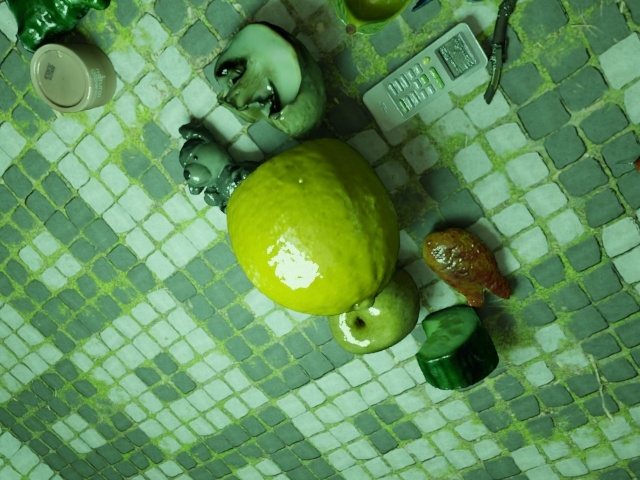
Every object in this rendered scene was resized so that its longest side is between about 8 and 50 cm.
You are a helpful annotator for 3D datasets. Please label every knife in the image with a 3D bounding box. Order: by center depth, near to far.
[{"bbox_3d":[0.355,-0.385,0.920,0.045,0.021,0.222,11,115,3],"label":"knife"}]

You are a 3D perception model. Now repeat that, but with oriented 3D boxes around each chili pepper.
[{"bbox_3d":[-0.557,-0.524,1.004,0.270,0.099,0.136,-14,85,23],"label":"chili pepper"}]

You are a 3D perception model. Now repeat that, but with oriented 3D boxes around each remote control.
[{"bbox_3d":[0.213,-0.335,0.964,0.250,0.034,0.103,-31,105,21],"label":"remote control"}]

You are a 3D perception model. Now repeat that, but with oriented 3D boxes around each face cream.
[{"bbox_3d":[-0.565,-0.375,1.064,0.149,0.104,0.149,4,114,9],"label":"face cream"}]

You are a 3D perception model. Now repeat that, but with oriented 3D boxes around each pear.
[{"bbox_3d":[0.135,0.163,1.114,0.228,0.211,0.188,-36,84,36],"label":"pear"}]

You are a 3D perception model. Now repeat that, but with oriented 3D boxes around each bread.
[{"bbox_3d":[0.346,0.073,1.087,0.139,0.095,0.269,-31,109,29],"label":"bread"}]

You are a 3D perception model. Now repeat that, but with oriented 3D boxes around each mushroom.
[{"bbox_3d":[-0.084,-0.321,0.964,0.267,0.164,0.190,28,94,36],"label":"mushroom"}]

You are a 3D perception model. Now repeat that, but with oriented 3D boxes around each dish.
[{"bbox_3d":[0.107,-0.495,0.890,0.148,0.080,0.208,31,115,-8],"label":"dish"}]

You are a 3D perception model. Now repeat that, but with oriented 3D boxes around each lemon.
[{"bbox_3d":[0.000,0.000,0.953,0.363,0.364,0.365,4,114,10],"label":"lemon"}]

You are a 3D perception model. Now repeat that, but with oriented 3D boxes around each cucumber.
[{"bbox_3d":[0.328,0.263,1.118,0.191,0.191,0.130,-27,105,21],"label":"cucumber"}]

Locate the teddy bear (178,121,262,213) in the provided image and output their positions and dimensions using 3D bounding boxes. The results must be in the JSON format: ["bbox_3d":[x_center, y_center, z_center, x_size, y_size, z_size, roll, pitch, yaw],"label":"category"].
[{"bbox_3d":[-0.248,-0.144,1.086,0.250,0.144,0.171,27,130,2],"label":"teddy bear"}]

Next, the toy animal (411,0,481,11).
[{"bbox_3d":[0.253,-0.523,0.814,0.239,0.256,0.176,41,154,-29],"label":"toy animal"}]

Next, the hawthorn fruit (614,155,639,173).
[{"bbox_3d":[0.661,-0.160,0.940,0.103,0.067,0.067,9,116,24],"label":"hawthorn fruit"}]
